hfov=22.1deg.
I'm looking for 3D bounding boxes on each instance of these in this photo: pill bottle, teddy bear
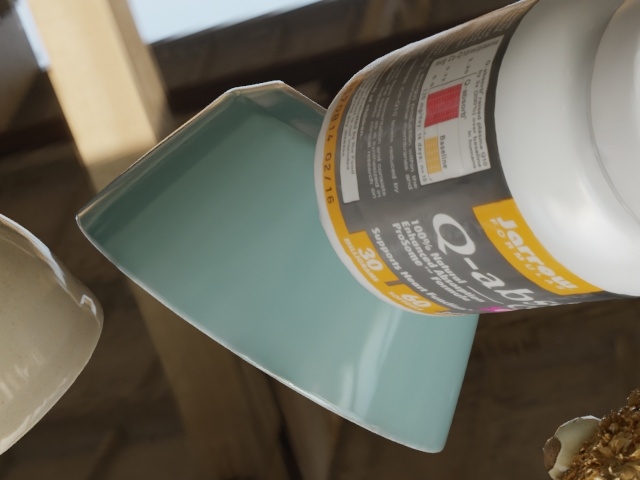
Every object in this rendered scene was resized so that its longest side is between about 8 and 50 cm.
[{"bbox_3d":[0.126,-0.047,0.855,0.162,0.162,0.278,-32,-170,-27],"label":"pill bottle"},{"bbox_3d":[0.290,0.137,1.303,0.338,0.113,0.245,-36,173,-18],"label":"teddy bear"}]

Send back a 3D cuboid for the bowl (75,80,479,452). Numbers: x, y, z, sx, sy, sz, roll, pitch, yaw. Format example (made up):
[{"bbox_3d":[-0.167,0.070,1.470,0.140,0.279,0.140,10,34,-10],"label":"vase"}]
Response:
[{"bbox_3d":[0.000,0.000,1.175,0.163,0.311,0.311,-56,-153,3],"label":"bowl"}]

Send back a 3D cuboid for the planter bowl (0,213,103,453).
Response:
[{"bbox_3d":[-0.200,0.036,0.781,0.162,0.109,0.162,-26,-155,13],"label":"planter bowl"}]
